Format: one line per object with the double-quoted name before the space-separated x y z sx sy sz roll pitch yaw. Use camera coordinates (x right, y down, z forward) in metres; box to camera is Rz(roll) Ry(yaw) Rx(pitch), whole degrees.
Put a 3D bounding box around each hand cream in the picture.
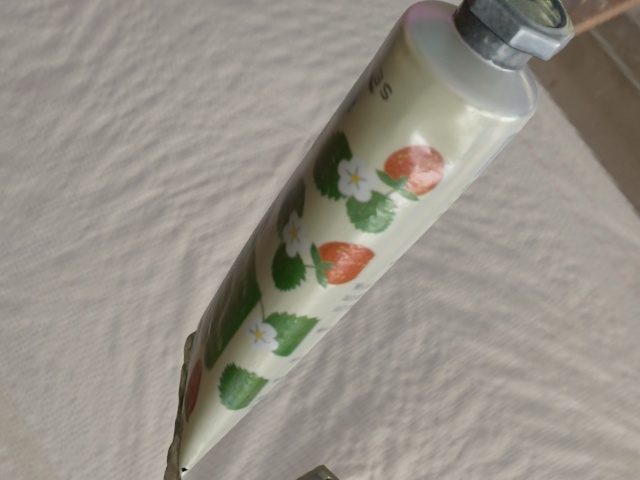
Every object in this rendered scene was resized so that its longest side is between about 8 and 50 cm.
"hand cream" 0.000 0.000 0.461 0.059 0.276 0.095 24 -141 -19

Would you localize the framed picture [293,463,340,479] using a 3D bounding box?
"framed picture" 0.111 0.420 1.164 0.446 0.028 0.326 41 -171 13
